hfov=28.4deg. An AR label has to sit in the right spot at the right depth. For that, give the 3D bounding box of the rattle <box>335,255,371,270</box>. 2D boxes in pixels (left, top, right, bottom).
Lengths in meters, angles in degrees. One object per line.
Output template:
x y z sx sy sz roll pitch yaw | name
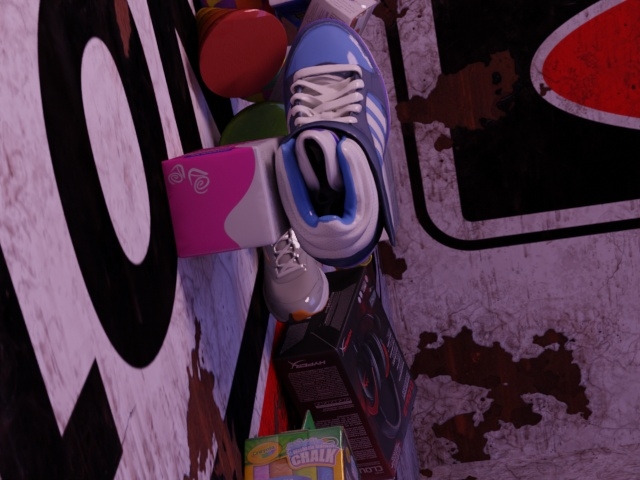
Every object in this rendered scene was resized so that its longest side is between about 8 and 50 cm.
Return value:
0.000 0.000 2.479 0.130 0.143 0.199 34 -22 56 | rattle

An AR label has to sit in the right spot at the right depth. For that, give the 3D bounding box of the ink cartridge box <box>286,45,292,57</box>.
-0.037 -0.334 2.459 0.122 0.052 0.088 -56 137 -81 | ink cartridge box

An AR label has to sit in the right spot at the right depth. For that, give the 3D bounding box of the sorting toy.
-0.106 -0.174 1.695 0.126 0.127 0.365 48 -22 42 | sorting toy

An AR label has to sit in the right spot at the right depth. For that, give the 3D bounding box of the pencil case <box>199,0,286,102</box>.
-0.105 -0.298 1.717 0.236 0.105 0.104 75 10 -48 | pencil case

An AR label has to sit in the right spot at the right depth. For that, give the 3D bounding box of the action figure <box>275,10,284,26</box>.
-0.112 -0.448 1.861 0.185 0.099 0.285 -72 150 -58 | action figure

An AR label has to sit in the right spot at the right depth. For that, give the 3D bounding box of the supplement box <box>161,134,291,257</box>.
-0.098 -0.054 1.456 0.220 0.111 0.113 -57 138 -79 | supplement box

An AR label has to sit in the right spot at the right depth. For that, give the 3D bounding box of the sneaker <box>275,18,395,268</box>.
0.014 -0.131 1.455 0.236 0.130 0.322 58 28 -79 | sneaker

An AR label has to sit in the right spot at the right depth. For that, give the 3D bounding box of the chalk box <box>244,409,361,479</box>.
-0.021 0.319 1.585 0.132 0.132 0.213 72 11 -49 | chalk box

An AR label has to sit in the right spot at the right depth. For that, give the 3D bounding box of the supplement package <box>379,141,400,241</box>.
0.022 -0.073 2.076 0.203 0.194 0.149 -51 132 -79 | supplement package

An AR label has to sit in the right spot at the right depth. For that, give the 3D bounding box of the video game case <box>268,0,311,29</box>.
-0.047 -0.424 1.720 0.269 0.061 0.244 -21 97 -82 | video game case

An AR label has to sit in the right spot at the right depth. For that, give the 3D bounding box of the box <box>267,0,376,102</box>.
-0.019 -0.213 1.715 0.063 0.067 0.324 -41 165 -41 | box

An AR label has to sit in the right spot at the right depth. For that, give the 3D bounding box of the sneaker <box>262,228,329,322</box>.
-0.057 0.004 1.850 0.262 0.099 0.121 -101 170 -47 | sneaker

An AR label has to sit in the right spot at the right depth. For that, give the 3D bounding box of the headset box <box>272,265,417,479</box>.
0.051 0.223 1.986 0.218 0.110 0.293 -67 140 -53 | headset box
